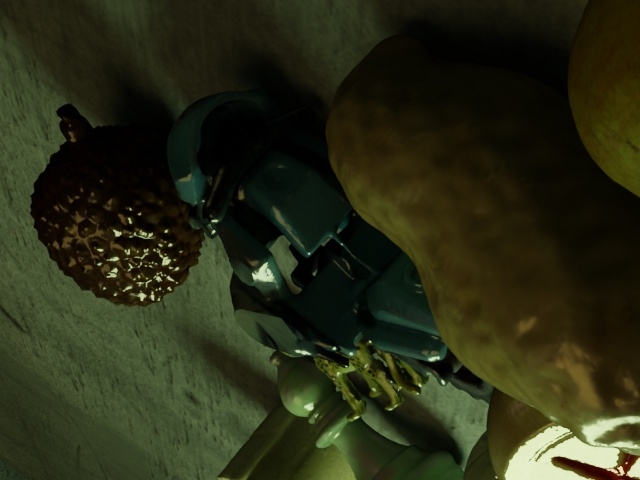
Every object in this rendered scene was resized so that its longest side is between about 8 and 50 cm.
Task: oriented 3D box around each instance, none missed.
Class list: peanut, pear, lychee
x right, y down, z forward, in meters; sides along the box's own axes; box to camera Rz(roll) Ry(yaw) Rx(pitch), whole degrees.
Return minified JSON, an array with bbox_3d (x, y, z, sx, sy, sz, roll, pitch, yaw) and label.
[{"bbox_3d":[0.140,-0.005,0.989,0.387,0.169,0.192,52,146,30],"label":"peanut"},{"bbox_3d":[0.230,-0.104,0.745,0.200,0.200,0.200,31,153,18],"label":"pear"},{"bbox_3d":[-0.213,-0.040,1.447,0.200,0.200,0.238,8,128,48],"label":"lychee"}]

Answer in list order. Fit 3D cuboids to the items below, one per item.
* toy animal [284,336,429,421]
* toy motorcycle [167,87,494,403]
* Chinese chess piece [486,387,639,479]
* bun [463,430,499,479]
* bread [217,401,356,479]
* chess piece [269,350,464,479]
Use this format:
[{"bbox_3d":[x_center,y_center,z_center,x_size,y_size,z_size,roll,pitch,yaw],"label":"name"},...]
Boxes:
[{"bbox_3d":[0.036,0.124,1.504,0.136,0.073,0.181,51,156,-6],"label":"toy animal"},{"bbox_3d":[0.000,0.000,1.231,0.416,0.172,0.232,34,160,30],"label":"toy motorcycle"},{"bbox_3d":[0.260,0.156,1.107,0.251,0.097,0.251,5,140,4],"label":"Chinese chess piece"},{"bbox_3d":[0.261,0.253,1.306,0.244,0.153,0.244,31,-178,-1],"label":"bun"},{"bbox_3d":[-0.037,0.307,1.811,0.148,0.141,0.134,39,158,6],"label":"bread"},{"bbox_3d":[0.037,0.228,1.633,0.271,0.139,0.139,47,156,14],"label":"chess piece"}]
